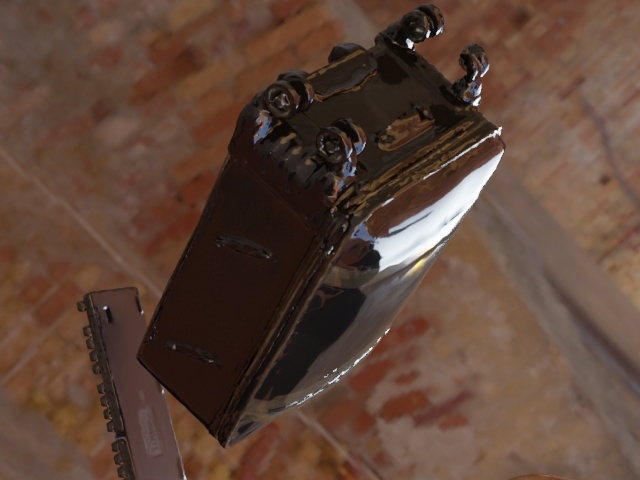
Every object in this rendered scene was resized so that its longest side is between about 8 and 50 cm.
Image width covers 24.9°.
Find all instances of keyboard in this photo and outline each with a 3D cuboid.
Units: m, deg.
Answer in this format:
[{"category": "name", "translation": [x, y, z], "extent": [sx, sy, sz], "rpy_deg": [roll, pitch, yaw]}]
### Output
[{"category": "keyboard", "translation": [-0.190, 0.206, 1.531], "extent": [0.027, 0.317, 0.106], "rpy_deg": [-16, 175, 27]}]

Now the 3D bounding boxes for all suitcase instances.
[{"category": "suitcase", "translation": [0.000, 0.000, 1.405], "extent": [0.283, 0.194, 0.434], "rpy_deg": [-33, 162, -45]}]

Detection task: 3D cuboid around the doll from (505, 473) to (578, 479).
[{"category": "doll", "translation": [0.227, 0.363, 1.511], "extent": [0.213, 0.213, 0.236], "rpy_deg": [-40, -177, 30]}]
